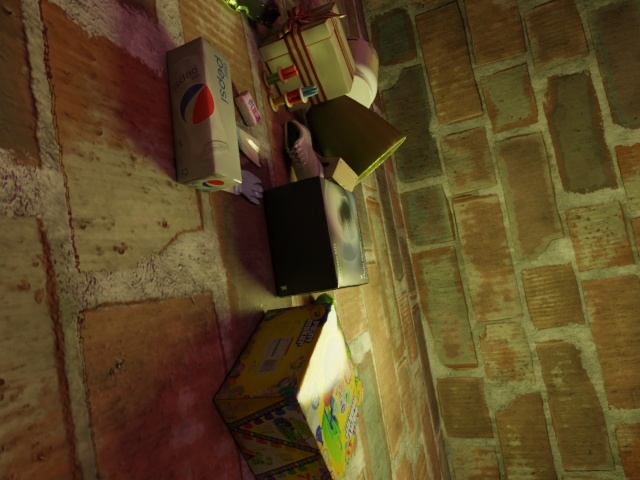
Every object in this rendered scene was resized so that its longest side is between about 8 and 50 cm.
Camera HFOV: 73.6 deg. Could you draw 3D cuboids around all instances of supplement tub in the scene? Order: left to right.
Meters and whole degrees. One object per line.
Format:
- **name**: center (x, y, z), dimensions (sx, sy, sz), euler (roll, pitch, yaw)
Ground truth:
- **supplement tub**: center (0.124, -0.684, 1.807), dimensions (0.324, 0.236, 0.235), euler (-81, 151, -42)

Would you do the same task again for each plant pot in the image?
- **plant pot**: center (0.096, -0.370, 1.487), dimensions (0.293, 0.275, 0.275), euler (48, 24, 0)

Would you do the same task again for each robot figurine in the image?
- **robot figurine**: center (0.010, 0.206, 1.291), dimensions (0.115, 0.067, 0.101), euler (-63, 165, -57)

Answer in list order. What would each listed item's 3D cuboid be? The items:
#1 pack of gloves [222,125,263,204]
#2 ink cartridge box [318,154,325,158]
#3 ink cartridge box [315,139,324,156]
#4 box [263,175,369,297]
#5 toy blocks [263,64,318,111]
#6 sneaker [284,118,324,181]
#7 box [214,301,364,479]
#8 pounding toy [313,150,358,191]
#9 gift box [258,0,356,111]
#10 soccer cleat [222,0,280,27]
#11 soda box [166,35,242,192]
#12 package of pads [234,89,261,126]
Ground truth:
- **pack of gloves**: center (-0.187, -0.198, 1.027), dimensions (0.232, 0.046, 0.194), euler (20, 60, -66)
- **ink cartridge box**: center (0.000, -0.187, 1.498), dimensions (0.223, 0.046, 0.223), euler (-15, 93, -68)
- **ink cartridge box**: center (0.039, -0.361, 1.665), dimensions (0.150, 0.063, 0.109), euler (1, 78, -68)
- **box**: center (0.000, 0.000, 1.219), dimensions (0.294, 0.183, 0.295), euler (6, 74, -67)
- **toy blocks**: center (-0.087, -0.465, 1.277), dimensions (0.054, 0.148, 0.123), euler (-31, 109, -68)
- **sneaker**: center (-0.065, -0.259, 1.316), dimensions (0.091, 0.094, 0.257), euler (20, 46, -52)
- **box**: center (-0.044, 0.338, 0.937), dimensions (0.290, 0.177, 0.278), euler (-62, 137, -59)
- **pounding toy**: center (0.027, -0.224, 1.368), dimensions (0.130, 0.141, 0.100), euler (38, 70, -45)
- **gift box**: center (-0.017, -0.612, 1.373), dimensions (0.255, 0.277, 0.258), euler (-84, 152, -49)
- **soccer cleat**: center (-0.220, -0.684, 1.173), dimensions (0.121, 0.093, 0.289), euler (52, 21, 15)
- **soda box**: center (-0.235, -0.249, 0.865), dimensions (0.098, 0.091, 0.285), euler (17, 64, -66)
- **package of pads**: center (-0.189, -0.344, 1.115), dimensions (0.050, 0.032, 0.083), euler (-70, 143, -50)
